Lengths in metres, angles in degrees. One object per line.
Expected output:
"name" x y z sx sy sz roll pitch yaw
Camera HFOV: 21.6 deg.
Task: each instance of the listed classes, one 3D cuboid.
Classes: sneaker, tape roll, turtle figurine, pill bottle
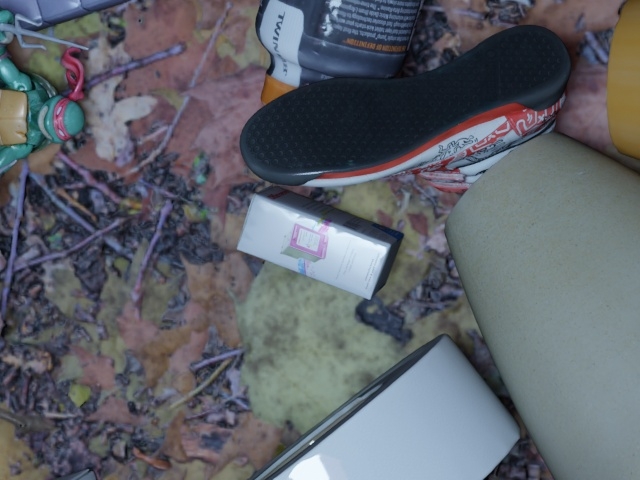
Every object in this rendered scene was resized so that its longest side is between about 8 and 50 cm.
"sneaker" 0.070 -0.075 1.347 0.270 0.145 0.090 -19 64 -9
"tape roll" 0.020 0.196 1.326 0.286 0.286 0.100 -39 87 10
"turtle figurine" -0.290 -0.106 1.439 0.234 0.118 0.175 2 86 22
"pill bottle" 0.023 -0.215 1.363 0.130 0.130 0.246 18 106 8

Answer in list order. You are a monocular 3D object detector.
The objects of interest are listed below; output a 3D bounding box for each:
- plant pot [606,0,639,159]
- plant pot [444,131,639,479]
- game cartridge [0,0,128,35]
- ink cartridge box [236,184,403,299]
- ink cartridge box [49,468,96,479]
"plant pot" 0.330 -0.124 1.307 0.188 0.205 0.205 7 95 24
"plant pot" 0.228 0.056 1.319 0.256 0.256 0.274 -43 71 10
"game cartridge" -0.220 -0.375 1.439 0.230 0.068 0.355 -17 91 6
"ink cartridge box" 0.000 0.000 1.412 0.122 0.088 0.052 22 100 8
"ink cartridge box" -0.226 0.314 1.441 0.086 0.148 0.203 -17 90 12
